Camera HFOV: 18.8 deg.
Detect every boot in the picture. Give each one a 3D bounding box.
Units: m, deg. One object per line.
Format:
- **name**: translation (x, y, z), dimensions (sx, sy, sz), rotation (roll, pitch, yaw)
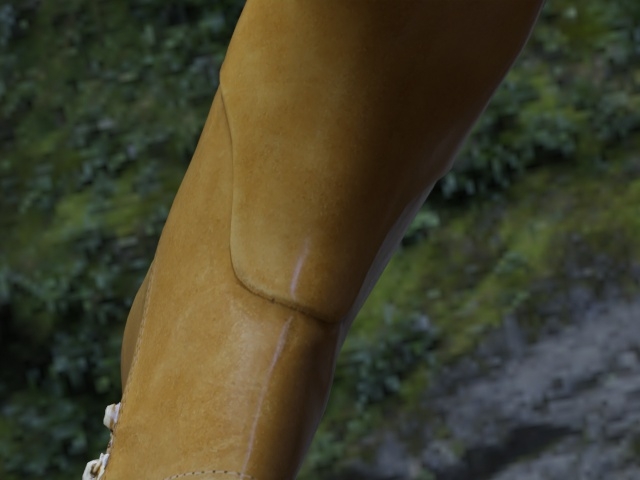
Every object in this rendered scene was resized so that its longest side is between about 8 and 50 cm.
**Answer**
- **boot**: translation (-0.001, 0.000, 0.678), dimensions (0.104, 0.211, 0.295), rotation (21, -40, -10)
